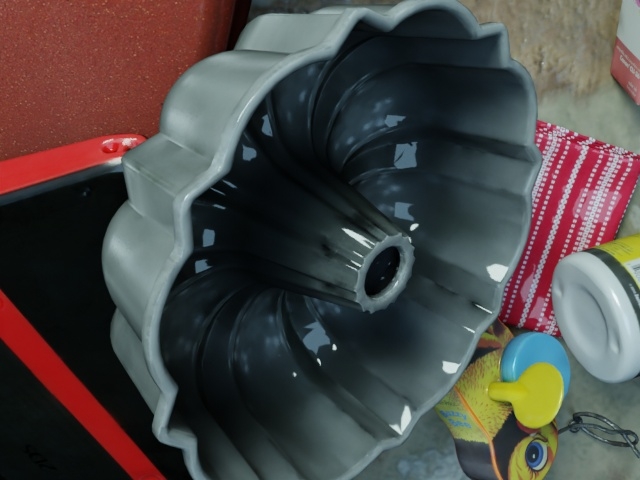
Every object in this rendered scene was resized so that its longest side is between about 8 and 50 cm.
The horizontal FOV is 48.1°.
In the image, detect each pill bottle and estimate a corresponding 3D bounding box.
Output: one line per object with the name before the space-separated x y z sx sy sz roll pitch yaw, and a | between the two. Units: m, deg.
pill bottle | 0.328 0.042 0.641 0.209 0.119 0.119 -15 105 -9

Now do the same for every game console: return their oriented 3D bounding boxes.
game console | -0.216 0.102 0.598 0.342 0.060 0.386 -15 133 7

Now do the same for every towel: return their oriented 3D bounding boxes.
towel | 0.147 -0.026 0.678 0.275 0.031 0.198 16 104 -5

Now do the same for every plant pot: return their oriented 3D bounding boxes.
plant pot | -0.179 -0.169 0.529 0.268 0.267 0.235 5 118 -3

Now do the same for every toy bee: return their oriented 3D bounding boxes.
toy bee | 0.160 0.156 0.637 0.298 0.195 0.162 34 65 3

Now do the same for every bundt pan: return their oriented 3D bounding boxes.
bundt pan | 0.000 0.000 0.478 0.331 0.124 0.330 -24 127 -36

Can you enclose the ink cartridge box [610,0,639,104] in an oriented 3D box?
ink cartridge box | 0.314 -0.216 0.574 0.115 0.067 0.198 -7 129 1
